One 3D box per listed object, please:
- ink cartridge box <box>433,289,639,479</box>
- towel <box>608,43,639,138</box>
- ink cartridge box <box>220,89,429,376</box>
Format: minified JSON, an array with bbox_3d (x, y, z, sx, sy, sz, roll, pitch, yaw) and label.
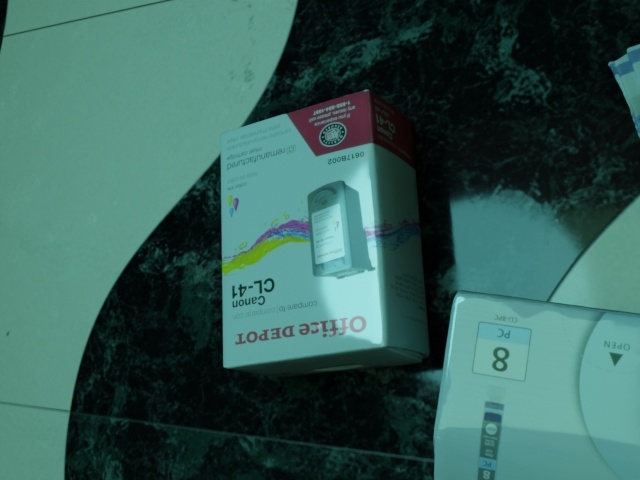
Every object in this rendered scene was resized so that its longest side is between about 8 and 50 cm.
[{"bbox_3d":[0.253,0.256,0.729,0.308,0.091,0.385,7,81,18],"label":"ink cartridge box"},{"bbox_3d":[0.429,-0.111,0.780,0.209,0.034,0.285,-22,61,25],"label":"towel"},{"bbox_3d":[0.000,0.000,0.964,0.226,0.131,0.307,-12,70,27],"label":"ink cartridge box"}]
